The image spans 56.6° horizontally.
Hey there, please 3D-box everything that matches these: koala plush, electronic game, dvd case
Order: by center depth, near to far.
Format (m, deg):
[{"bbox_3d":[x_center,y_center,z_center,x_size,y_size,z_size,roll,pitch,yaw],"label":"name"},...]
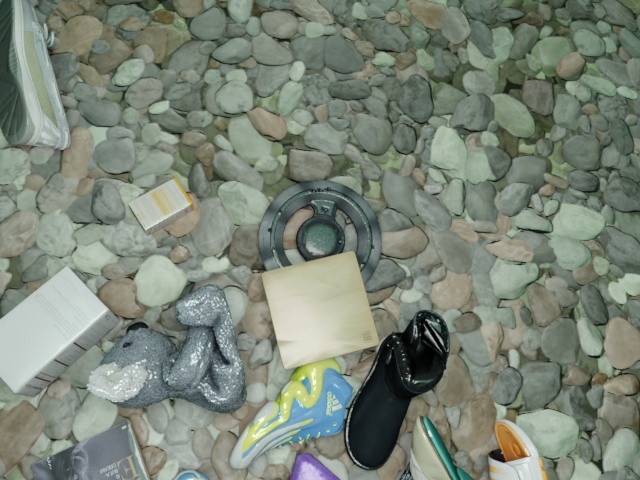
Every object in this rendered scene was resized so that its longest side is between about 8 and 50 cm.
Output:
[{"bbox_3d":[-0.333,0.415,0.912,0.164,0.018,0.221,-24,76,-6],"label":"dvd case"},{"bbox_3d":[-0.241,0.195,0.926,0.221,0.196,0.204,-15,84,-16],"label":"koala plush"},{"bbox_3d":[0.000,0.000,1.094,0.229,0.048,0.230,1,79,-6],"label":"electronic game"}]

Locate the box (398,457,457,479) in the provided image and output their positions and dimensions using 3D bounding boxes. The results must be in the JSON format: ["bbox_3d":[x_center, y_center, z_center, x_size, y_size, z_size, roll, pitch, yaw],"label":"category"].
[{"bbox_3d":[0.182,0.390,1.004,0.067,0.018,0.083,34,70,4],"label":"box"}]

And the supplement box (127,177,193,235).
[{"bbox_3d":[-0.289,-0.061,1.080,0.098,0.036,0.062,-31,79,-17],"label":"supplement box"}]

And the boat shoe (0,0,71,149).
[{"bbox_3d":[-0.540,-0.314,1.103,0.118,0.103,0.321,-30,69,30],"label":"boat shoe"}]

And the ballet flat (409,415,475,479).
[{"bbox_3d":[0.190,0.376,0.937,0.086,0.086,0.248,-45,115,-19],"label":"ballet flat"}]

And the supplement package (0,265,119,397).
[{"bbox_3d":[-0.433,0.147,0.953,0.105,0.105,0.179,44,71,7],"label":"supplement package"}]

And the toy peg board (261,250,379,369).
[{"bbox_3d":[-0.004,0.119,1.002,0.161,0.079,0.161,-13,78,-8],"label":"toy peg board"}]

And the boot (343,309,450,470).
[{"bbox_3d":[0.117,0.241,0.946,0.094,0.207,0.247,23,70,2],"label":"boot"}]

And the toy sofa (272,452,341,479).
[{"bbox_3d":[0.070,0.484,0.888,0.362,0.150,0.177,34,72,4],"label":"toy sofa"}]

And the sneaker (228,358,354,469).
[{"bbox_3d":[-0.034,0.298,0.967,0.126,0.091,0.240,41,70,6],"label":"sneaker"}]

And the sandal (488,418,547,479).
[{"bbox_3d":[0.326,0.429,0.968,0.076,0.102,0.266,-12,76,-15],"label":"sandal"}]

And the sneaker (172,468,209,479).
[{"bbox_3d":[-0.171,0.465,0.895,0.085,0.086,0.237,-22,77,-15],"label":"sneaker"}]
